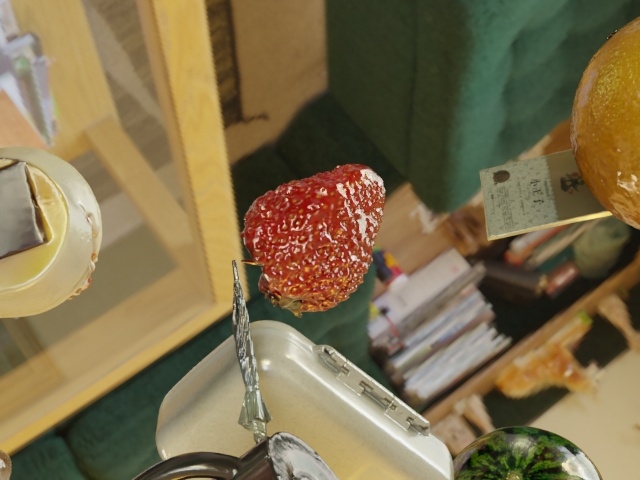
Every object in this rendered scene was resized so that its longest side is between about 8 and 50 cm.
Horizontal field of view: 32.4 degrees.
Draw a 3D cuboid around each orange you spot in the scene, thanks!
[{"bbox_3d":[0.430,-0.141,1.317,0.274,0.274,0.274,-33,157,-16],"label":"orange"}]

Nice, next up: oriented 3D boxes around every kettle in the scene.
[{"bbox_3d":[-0.102,0.293,1.043,0.232,0.202,0.144,-39,-157,11],"label":"kettle"}]

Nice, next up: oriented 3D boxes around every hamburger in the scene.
[{"bbox_3d":[-0.442,-0.009,1.462,0.295,0.227,0.151,-4,177,7],"label":"hamburger"}]

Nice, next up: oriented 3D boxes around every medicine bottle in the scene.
[{"bbox_3d":[-0.017,0.282,1.454,0.282,0.375,0.123,-41,-156,25],"label":"medicine bottle"}]

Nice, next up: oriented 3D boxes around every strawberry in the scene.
[{"bbox_3d":[-0.001,-0.004,1.987,0.257,0.261,0.261,-18,164,18],"label":"strawberry"}]

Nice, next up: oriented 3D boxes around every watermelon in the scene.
[{"bbox_3d":[0.328,0.440,1.768,0.285,0.285,0.285,-33,157,-16],"label":"watermelon"}]

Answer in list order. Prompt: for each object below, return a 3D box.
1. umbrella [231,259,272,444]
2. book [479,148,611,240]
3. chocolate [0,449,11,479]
[{"bbox_3d":[-0.084,0.156,1.281,0.044,0.269,0.044,-11,166,11],"label":"umbrella"},{"bbox_3d":[0.332,-0.073,1.598,0.198,0.138,0.016,-13,137,15],"label":"book"},{"bbox_3d":[-0.626,0.385,1.905,0.083,0.161,0.261,-9,143,29],"label":"chocolate"}]
